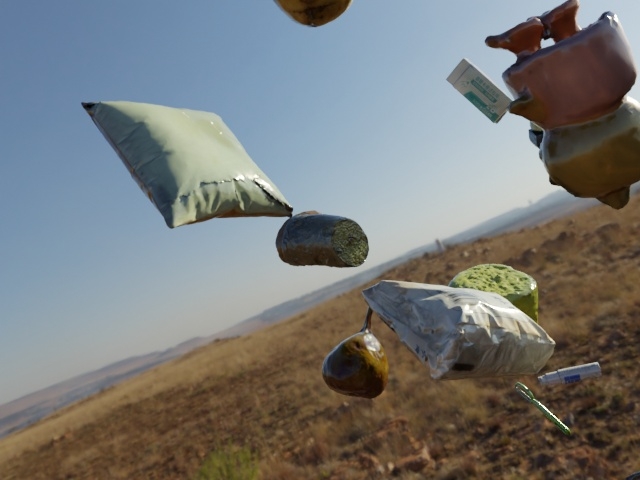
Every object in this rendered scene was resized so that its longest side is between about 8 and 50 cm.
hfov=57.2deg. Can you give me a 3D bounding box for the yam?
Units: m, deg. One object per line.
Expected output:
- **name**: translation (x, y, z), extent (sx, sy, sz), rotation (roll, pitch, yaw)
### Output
- **yam**: translation (0.000, 0.000, 1.611), extent (0.154, 0.153, 0.254), rotation (-18, 13, -40)

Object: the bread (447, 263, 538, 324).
- **bread**: translation (0.571, 0.261, 1.982), extent (0.348, 0.307, 0.348), rotation (-3, 26, 2)

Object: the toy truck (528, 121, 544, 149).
- **toy truck**: translation (0.607, -0.345, 1.587), extent (0.088, 0.201, 0.074), rotation (-17, 33, 0)

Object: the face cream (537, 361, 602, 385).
- **face cream**: translation (0.549, 0.298, 1.298), extent (0.130, 0.034, 0.034), rotation (-14, -3, 13)

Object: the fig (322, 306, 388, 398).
- **fig**: translation (0.133, 0.310, 1.642), extent (0.290, 0.191, 0.190), rotation (-50, 5, -18)

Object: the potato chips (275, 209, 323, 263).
- **potato chips**: translation (-0.044, -0.012, 1.827), extent (0.202, 0.150, 0.049), rotation (-21, 8, -23)

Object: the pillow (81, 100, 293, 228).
- **pillow**: translation (-0.235, -0.144, 1.091), extent (0.312, 0.310, 0.119), rotation (-8, -34, -52)

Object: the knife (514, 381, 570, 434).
- **knife**: translation (0.676, 0.507, 1.790), extent (0.015, 0.212, 0.054), rotation (-26, -43, -21)

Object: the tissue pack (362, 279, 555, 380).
- **tissue pack**: translation (0.342, 0.203, 1.478), extent (0.390, 0.195, 0.375), rotation (8, 15, -24)

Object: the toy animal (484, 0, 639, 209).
- **toy animal**: translation (0.351, -0.173, 0.783), extent (0.195, 0.281, 0.169), rotation (-28, 16, -15)

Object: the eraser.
- **eraser**: translation (0.532, -0.497, 1.953), extent (0.095, 0.225, 0.052), rotation (-50, -14, 29)

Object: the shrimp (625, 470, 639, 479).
- **shrimp**: translation (0.518, 0.480, 0.871), extent (0.222, 0.290, 0.054), rotation (22, -12, 6)

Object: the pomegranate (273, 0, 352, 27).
- **pomegranate**: translation (-0.026, -0.718, 1.609), extent (0.260, 0.260, 0.260), rotation (-21, -4, -2)
